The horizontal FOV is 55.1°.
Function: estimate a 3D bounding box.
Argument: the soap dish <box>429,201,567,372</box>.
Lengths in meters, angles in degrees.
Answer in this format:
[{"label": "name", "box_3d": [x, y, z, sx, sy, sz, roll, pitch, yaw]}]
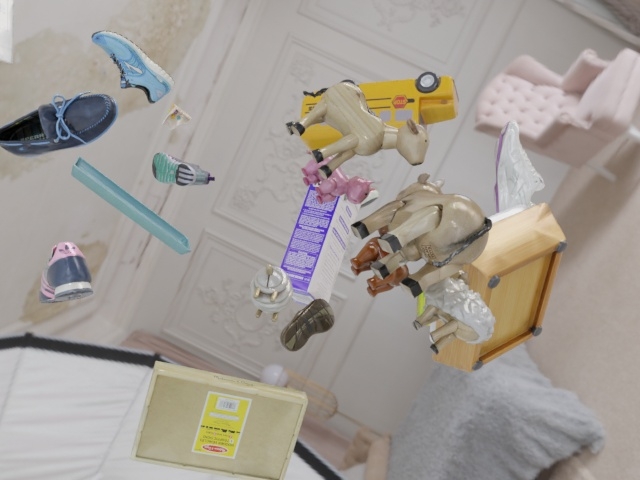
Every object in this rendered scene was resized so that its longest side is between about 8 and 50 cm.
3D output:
[{"label": "soap dish", "box_3d": [0.324, 0.094, 1.132, 0.228, 0.118, 0.291, -21, -48, -23]}]

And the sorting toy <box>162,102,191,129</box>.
[{"label": "sorting toy", "box_3d": [-0.473, -0.394, 1.976, 0.075, 0.045, 0.083, -50, -27, 2]}]

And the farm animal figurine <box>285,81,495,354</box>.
[{"label": "farm animal figurine", "box_3d": [0.119, -0.051, 0.854, 0.172, 0.327, 0.330, -32, -54, -10]}]

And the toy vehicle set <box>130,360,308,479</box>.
[{"label": "toy vehicle set", "box_3d": [-0.170, 0.313, 1.041, 0.035, 0.266, 0.166, -131, 58, -73]}]

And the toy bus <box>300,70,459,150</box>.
[{"label": "toy bus", "box_3d": [0.128, -0.274, 1.340, 0.108, 0.332, 0.130, 42, -129, -64]}]

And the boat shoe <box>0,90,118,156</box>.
[{"label": "boat shoe", "box_3d": [-0.533, -0.225, 1.233, 0.258, 0.109, 0.089, -24, -12, 10]}]

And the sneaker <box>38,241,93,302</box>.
[{"label": "sneaker", "box_3d": [-0.619, 0.081, 1.486, 0.319, 0.112, 0.131, -16, 83, 55]}]

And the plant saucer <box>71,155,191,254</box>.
[{"label": "plant saucer", "box_3d": [-0.260, -0.045, 0.848, 0.018, 0.192, 0.067, -50, 23, 4]}]

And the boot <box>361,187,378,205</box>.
[{"label": "boot", "box_3d": [0.081, -0.183, 2.095, 0.244, 0.176, 0.088, -18, -5, 43]}]

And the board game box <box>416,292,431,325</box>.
[{"label": "board game box", "box_3d": [0.360, 0.195, 1.703, 0.043, 0.181, 0.092, 97, 180, -62]}]

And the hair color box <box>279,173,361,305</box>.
[{"label": "hair color box", "box_3d": [0.000, 0.000, 1.678, 0.185, 0.110, 0.339, 55, -127, -63]}]

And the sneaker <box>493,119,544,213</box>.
[{"label": "sneaker", "box_3d": [0.619, -0.226, 1.911, 0.114, 0.152, 0.305, -66, -28, -61]}]

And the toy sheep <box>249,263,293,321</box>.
[{"label": "toy sheep", "box_3d": [-0.092, 0.094, 1.147, 0.132, 0.091, 0.091, 97, -164, -47]}]

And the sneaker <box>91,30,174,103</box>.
[{"label": "sneaker", "box_3d": [-0.344, -0.310, 1.104, 0.073, 0.162, 0.063, -55, 26, -7]}]

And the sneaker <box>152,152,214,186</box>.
[{"label": "sneaker", "box_3d": [-0.395, -0.193, 1.747, 0.098, 0.223, 0.083, 3, -73, -44]}]

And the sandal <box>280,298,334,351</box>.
[{"label": "sandal", "box_3d": [-0.040, 0.213, 1.543, 0.060, 0.090, 0.219, -12, 15, 38]}]

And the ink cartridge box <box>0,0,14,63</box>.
[{"label": "ink cartridge box", "box_3d": [-0.743, -0.531, 1.144, 0.308, 0.091, 0.386, 10, -113, -50]}]
